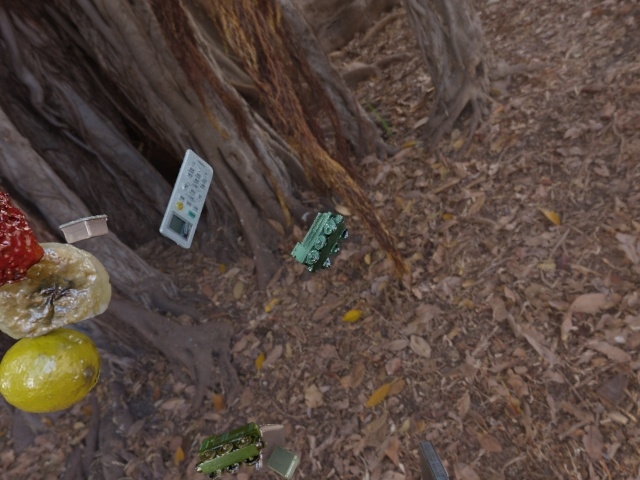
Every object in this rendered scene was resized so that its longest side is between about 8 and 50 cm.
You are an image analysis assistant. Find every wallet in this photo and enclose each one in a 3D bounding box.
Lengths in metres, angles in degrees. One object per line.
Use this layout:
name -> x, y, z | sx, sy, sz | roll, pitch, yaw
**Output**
wallet -> -0.177, 0.730, 1.608 | 0.039, 0.118, 0.152 | -21, 63, 54

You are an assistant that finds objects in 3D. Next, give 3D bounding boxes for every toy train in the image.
toy train -> 0.000, 0.000, 1.208 | 0.111, 0.071, 0.170 | 37, 100, 44
toy train -> -0.277, 0.652, 1.428 | 0.226, 0.090, 0.137 | -22, 11, 3

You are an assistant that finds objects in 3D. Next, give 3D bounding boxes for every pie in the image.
pie -> -0.542, 0.093, 0.908 | 0.218, 0.185, 0.052 | -22, 17, -21

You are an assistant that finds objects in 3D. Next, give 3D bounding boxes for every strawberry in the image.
strawberry -> -0.567, -0.003, 0.746 | 0.184, 0.202, 0.187 | -61, 18, 11

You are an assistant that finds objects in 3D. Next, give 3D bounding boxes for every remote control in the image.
remote control -> -0.381, -0.122, 1.297 | 0.051, 0.103, 0.293 | -14, 53, 30

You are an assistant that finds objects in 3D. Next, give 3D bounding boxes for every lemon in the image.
lemon -> -0.565, 0.271, 0.958 | 0.193, 0.180, 0.180 | -28, 25, 45

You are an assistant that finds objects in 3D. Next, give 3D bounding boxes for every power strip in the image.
power strip -> -0.125, 0.725, 1.500 | 0.169, 0.028, 0.076 | -17, 40, 59

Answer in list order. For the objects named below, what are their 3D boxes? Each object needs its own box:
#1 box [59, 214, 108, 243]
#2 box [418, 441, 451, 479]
box -> -0.706, -0.033, 1.372 | 0.122, 0.062, 0.089 | -12, 5, 22
box -> 0.308, 0.673, 1.174 | 0.047, 0.180, 0.325 | -5, -1, 2
